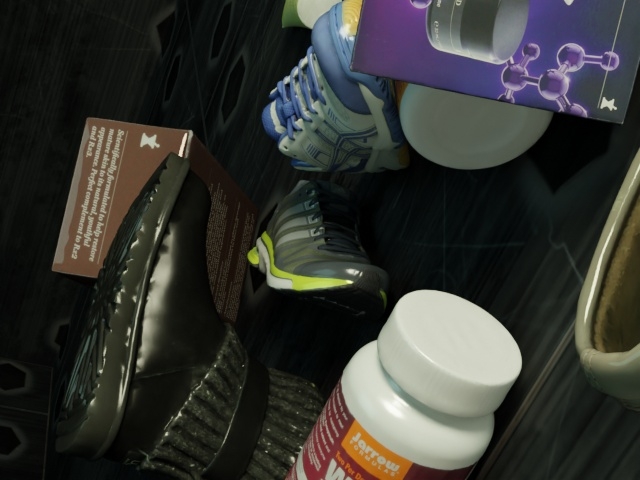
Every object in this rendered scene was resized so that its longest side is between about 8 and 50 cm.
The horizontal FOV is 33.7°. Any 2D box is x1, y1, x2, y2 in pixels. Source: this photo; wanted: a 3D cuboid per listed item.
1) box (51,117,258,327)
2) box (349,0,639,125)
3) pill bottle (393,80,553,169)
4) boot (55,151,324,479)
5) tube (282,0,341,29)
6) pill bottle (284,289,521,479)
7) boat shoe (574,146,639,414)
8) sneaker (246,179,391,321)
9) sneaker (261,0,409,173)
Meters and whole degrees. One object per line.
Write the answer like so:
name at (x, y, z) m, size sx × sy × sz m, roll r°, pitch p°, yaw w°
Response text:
box at (-0.196, -0.006, 1.364) m, size 0.381 × 0.143 × 0.191 m, roll 62°, pitch -141°, yaw -76°
box at (0.135, -0.223, 0.694) m, size 0.103 × 0.184 × 0.261 m, roll -73°, pitch -6°, yaw -78°
pill bottle at (0.115, -0.172, 0.878) m, size 0.216 × 0.121 × 0.121 m, roll -95°, pitch 27°, yaw -43°
boot at (-0.107, 0.103, 1.100) m, size 0.131 × 0.260 × 0.347 m, roll -28°, pitch 45°, yaw 58°
tube at (-0.024, -0.334, 1.488) m, size 0.070 × 0.062 × 0.240 m, roll -32°, pitch 19°, yaw 0°
pill bottle at (0.058, 0.152, 0.808) m, size 0.121 × 0.121 × 0.221 m, roll -103°, pitch 33°, yaw -53°
boat shoe at (0.172, -0.077, 0.322) m, size 0.304 × 0.091 × 0.109 m, roll -68°, pitch 23°, yaw 5°
sneaker at (0.000, 0.000, 1.110) m, size 0.121 × 0.111 × 0.300 m, roll -70°, pitch 22°, yaw 4°
sneaker at (0.008, -0.116, 0.957) m, size 0.296 × 0.131 × 0.111 m, roll 63°, pitch -161°, yaw -74°
